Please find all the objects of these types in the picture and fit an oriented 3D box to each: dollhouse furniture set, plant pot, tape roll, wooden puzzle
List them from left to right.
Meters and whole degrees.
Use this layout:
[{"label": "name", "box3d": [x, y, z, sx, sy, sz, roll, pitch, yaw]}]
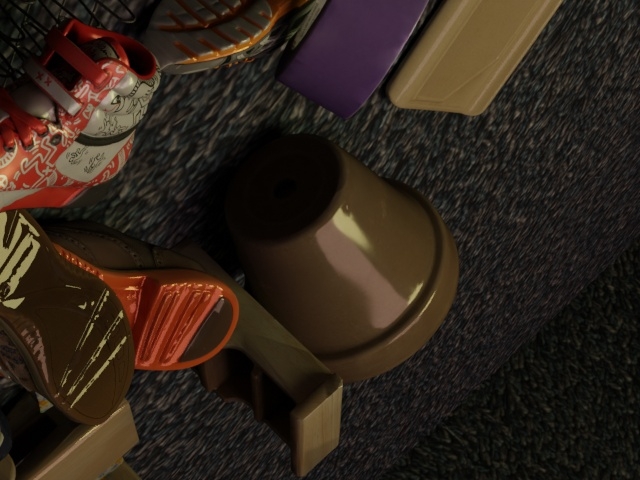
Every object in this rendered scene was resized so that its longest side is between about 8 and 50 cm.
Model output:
[{"label": "dollhouse furniture set", "box3d": [-0.203, 0.230, 1.443, 0.394, 0.256, 0.362, -40, 157, -21]}, {"label": "plant pot", "box3d": [0.000, 0.000, 1.513, 0.263, 0.263, 0.229, -46, 140, -6]}, {"label": "tape roll", "box3d": [0.036, -0.216, 1.255, 0.189, 0.080, 0.189, -59, -169, 18]}, {"label": "wooden puzzle", "box3d": [0.195, -0.260, 1.677, 0.238, 0.044, 0.221, 0, 129, -57]}]

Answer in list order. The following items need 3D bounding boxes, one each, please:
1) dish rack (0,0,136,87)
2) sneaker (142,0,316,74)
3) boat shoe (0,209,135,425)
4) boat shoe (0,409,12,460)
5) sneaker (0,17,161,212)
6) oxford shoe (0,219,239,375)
[{"label": "dish rack", "box3d": [-0.230, -0.137, 1.008, 0.208, 0.074, 0.271, -21, 147, -48]}, {"label": "sneaker", "box3d": [-0.075, -0.194, 1.202, 0.215, 0.084, 0.083, -33, 159, -37]}, {"label": "boat shoe", "box3d": [-0.244, 0.051, 1.087, 0.105, 0.089, 0.285, -58, 143, -28]}, {"label": "boat shoe", "box3d": [-0.265, 0.106, 0.902, 0.127, 0.158, 0.340, -34, -168, -14]}, {"label": "sneaker", "box3d": [-0.219, -0.081, 0.911, 0.270, 0.090, 0.145, -20, 148, -56]}, {"label": "oxford shoe", "box3d": [-0.251, 0.043, 1.221, 0.363, 0.132, 0.130, 14, 110, -44]}]
